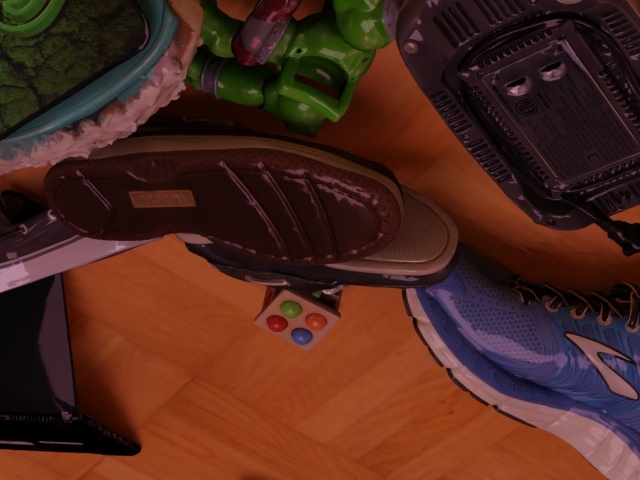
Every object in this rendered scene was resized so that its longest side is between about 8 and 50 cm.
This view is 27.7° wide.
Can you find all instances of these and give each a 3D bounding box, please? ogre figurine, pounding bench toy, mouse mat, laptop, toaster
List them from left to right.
[{"bbox_3d":[-0.204,-0.139,0.760,0.190,0.007,0.152,-27,102,28],"label":"mouse mat"},{"bbox_3d":[-0.307,0.105,1.190,0.234,0.136,0.264,1,161,13],"label":"laptop"},{"bbox_3d":[-0.021,-0.133,0.820,0.118,0.097,0.197,35,122,-7],"label":"ogre figurine"},{"bbox_3d":[-0.007,0.036,1.010,0.052,0.065,0.083,28,134,-15],"label":"pounding bench toy"},{"bbox_3d":[0.145,-0.114,0.761,0.129,0.146,0.227,-23,125,33],"label":"toaster"}]

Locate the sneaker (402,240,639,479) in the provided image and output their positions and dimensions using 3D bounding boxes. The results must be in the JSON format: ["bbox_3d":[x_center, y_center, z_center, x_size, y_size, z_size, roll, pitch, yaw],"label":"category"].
[{"bbox_3d":[0.201,0.071,0.977,0.330,0.130,0.147,33,110,-11],"label":"sneaker"}]

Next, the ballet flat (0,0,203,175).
[{"bbox_3d":[-0.226,-0.103,0.887,0.409,0.147,0.147,-15,130,29],"label":"ballet flat"}]

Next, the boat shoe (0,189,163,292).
[{"bbox_3d":[-0.230,-0.005,1.017,0.228,0.080,0.076,-17,92,28],"label":"boat shoe"}]

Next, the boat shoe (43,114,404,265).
[{"bbox_3d":[-0.061,-0.051,0.896,0.257,0.095,0.095,7,130,17],"label":"boat shoe"}]

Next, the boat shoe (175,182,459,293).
[{"bbox_3d":[0.000,0.000,0.943,0.233,0.084,0.079,7,143,32],"label":"boat shoe"}]
